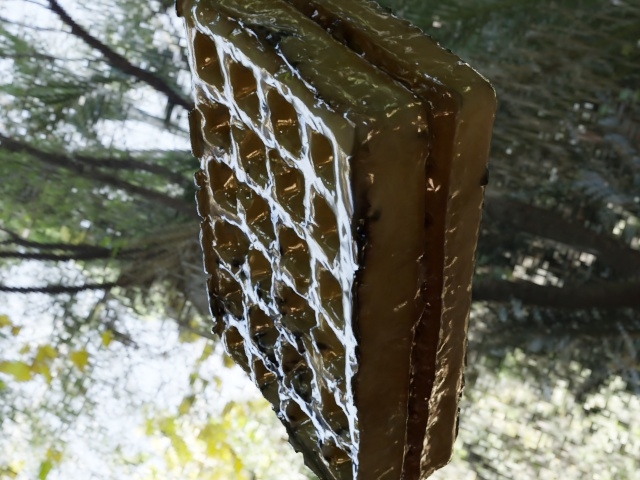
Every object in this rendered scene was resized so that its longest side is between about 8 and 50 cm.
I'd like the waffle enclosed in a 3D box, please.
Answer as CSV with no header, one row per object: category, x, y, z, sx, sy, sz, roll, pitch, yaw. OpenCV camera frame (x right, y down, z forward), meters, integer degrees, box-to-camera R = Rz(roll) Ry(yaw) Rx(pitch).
waffle,0.000,0.000,0.781,0.114,0.261,0.376,-24,-45,-26
